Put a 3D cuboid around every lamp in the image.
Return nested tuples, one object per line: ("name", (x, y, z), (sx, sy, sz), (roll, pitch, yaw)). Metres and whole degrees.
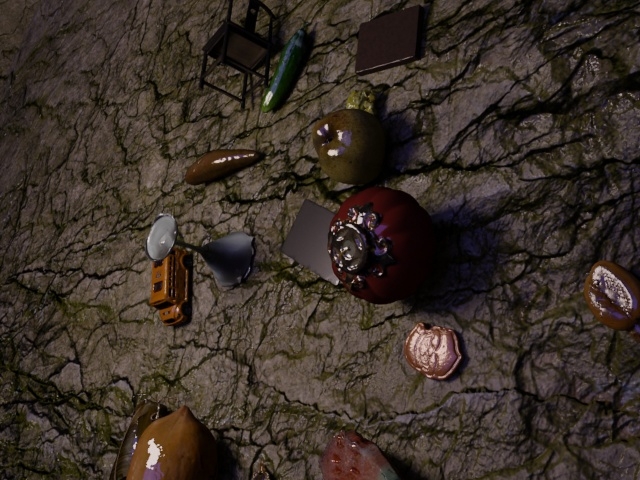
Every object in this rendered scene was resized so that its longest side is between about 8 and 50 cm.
("lamp", (0.121, 0.009, 1.467), (0.227, 0.227, 0.227), (-16, 64, 38))

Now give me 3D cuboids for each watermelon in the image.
("watermelon", (0.087, 0.457, 1.403), (0.256, 0.139, 0.193), (41, 109, 53))

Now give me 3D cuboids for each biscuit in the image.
("biscuit", (0.212, 0.208, 1.436), (0.130, 0.019, 0.102), (19, 89, 44))

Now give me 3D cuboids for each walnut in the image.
("walnut", (-0.326, 0.518, 1.702), (0.203, 0.203, 0.298), (9, 82, 44))

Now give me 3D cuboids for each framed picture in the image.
("framed picture", (0.154, -0.449, 1.724), (0.168, 0.023, 0.128), (-6, 72, 42))

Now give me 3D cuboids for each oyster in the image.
("oyster", (-0.111, 0.537, 1.610), (0.086, 0.029, 0.132), (-8, 67, 35))

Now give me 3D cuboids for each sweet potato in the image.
("sweet potato", (-0.255, -0.205, 1.983), (0.243, 0.077, 0.077), (-19, 63, 33))

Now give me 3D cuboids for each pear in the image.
("pear", (0.063, -0.202, 1.639), (0.167, 0.136, 0.167), (-19, 63, 43))

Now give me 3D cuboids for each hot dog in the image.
("hot dog", (0.475, 0.096, 1.209), (0.090, 0.060, 0.140), (-55, 40, 18))

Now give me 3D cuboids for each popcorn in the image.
("popcorn", (0.094, -0.300, 1.704), (0.068, 0.059, 0.083), (-37, 73, -8))

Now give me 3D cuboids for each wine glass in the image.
("wine glass", (-0.290, 0.019, 1.820), (0.156, 0.232, 0.156), (-17, 64, 39))

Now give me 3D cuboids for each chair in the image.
("chair", (-0.214, -0.495, 1.977), (0.141, 0.154, 0.260), (-33, 44, 45))

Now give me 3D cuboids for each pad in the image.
("pad", (0.000, 0.000, 1.718), (0.211, 0.003, 0.143), (31, 96, 44))

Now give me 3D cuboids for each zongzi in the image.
("zongzi", (-0.469, 0.519, 1.901), (0.241, 0.111, 0.248), (-24, 54, 42))

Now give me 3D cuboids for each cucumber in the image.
("cucumber", (-0.084, -0.431, 1.916), (0.056, 0.056, 0.250), (31, 99, 44))

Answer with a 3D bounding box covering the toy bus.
("toy bus", (-0.390, 0.119, 1.977), (0.083, 0.088, 0.195), (-20, 62, 36))
